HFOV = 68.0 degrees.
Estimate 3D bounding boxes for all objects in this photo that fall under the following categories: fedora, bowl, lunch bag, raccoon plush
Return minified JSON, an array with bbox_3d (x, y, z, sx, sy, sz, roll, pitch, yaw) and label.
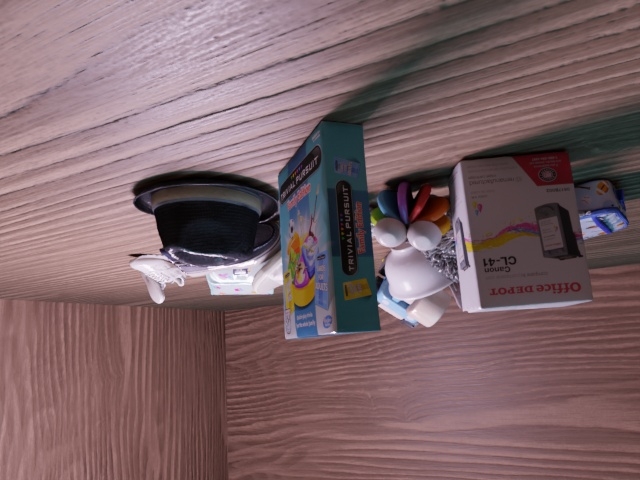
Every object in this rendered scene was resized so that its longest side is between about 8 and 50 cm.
[{"bbox_3d":[-0.252,-0.024,1.081,0.334,0.152,0.334,-4,167,-1],"label":"fedora"},{"bbox_3d":[0.310,0.039,1.455,0.298,0.134,0.298,-30,-164,10],"label":"bowl"},{"bbox_3d":[-0.258,0.077,1.540,0.224,0.160,0.262,1,154,-7],"label":"lunch bag"},{"bbox_3d":[0.694,-0.068,1.281,0.243,0.114,0.303,-16,164,36],"label":"lunch bag"},{"bbox_3d":[0.350,-0.027,1.169,0.447,0.216,0.299,0,161,-15],"label":"raccoon plush"}]

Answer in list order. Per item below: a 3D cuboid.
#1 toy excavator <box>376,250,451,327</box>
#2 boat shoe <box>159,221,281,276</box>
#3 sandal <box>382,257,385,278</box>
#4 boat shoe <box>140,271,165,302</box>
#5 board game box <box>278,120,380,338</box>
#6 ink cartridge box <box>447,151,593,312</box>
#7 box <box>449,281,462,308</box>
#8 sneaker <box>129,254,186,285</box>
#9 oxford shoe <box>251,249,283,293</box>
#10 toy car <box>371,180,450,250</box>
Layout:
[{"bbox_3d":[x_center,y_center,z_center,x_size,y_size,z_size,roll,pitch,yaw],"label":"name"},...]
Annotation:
[{"bbox_3d":[0.335,0.156,1.662,0.222,0.433,0.445,33,144,0],"label":"toy excavator"},{"bbox_3d":[-0.274,0.004,1.296,0.341,0.127,0.158,-18,147,14],"label":"boat shoe"},{"bbox_3d":[0.334,0.148,2.087,0.126,0.138,0.317,-4,166,8],"label":"sandal"},{"bbox_3d":[-0.612,0.156,1.767,0.063,0.184,0.066,-7,133,-43],"label":"boat shoe"},{"bbox_3d":[0.000,0.000,0.844,0.079,0.335,0.254,1,166,-22],"label":"board game box"},{"bbox_3d":[0.402,-0.013,0.979,0.226,0.306,0.131,-5,168,2],"label":"ink cartridge box"},{"bbox_3d":[0.504,0.082,1.525,0.203,0.167,0.168,-23,-161,18],"label":"box"},{"bbox_3d":[-0.579,0.108,1.713,0.090,0.094,0.235,-11,164,34],"label":"sneaker"},{"bbox_3d":[-0.047,0.061,1.302,0.449,0.130,0.169,-39,178,42],"label":"oxford shoe"},{"bbox_3d":[0.205,-0.070,1.082,0.182,0.159,0.136,6,131,17],"label":"toy car"}]
